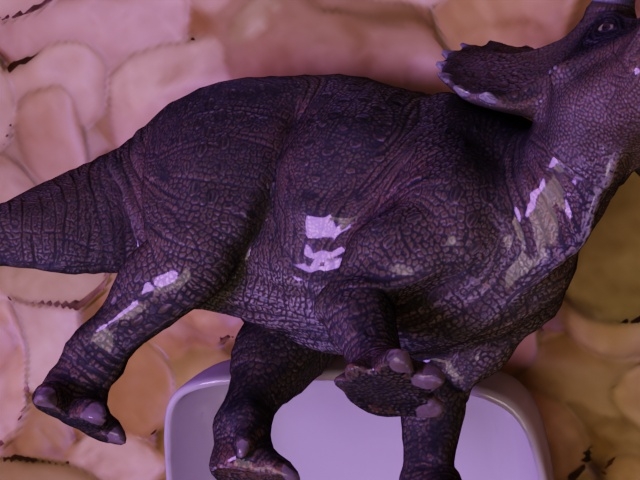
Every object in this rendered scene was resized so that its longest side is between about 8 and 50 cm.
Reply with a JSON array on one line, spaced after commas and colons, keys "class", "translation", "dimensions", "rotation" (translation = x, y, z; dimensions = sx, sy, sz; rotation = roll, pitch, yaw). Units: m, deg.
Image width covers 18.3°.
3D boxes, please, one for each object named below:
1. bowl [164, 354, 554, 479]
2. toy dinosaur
[{"class": "bowl", "translation": [0.021, 0.101, 0.718], "dimensions": [0.142, 0.053, 0.142], "rotation": [2, 113, 19]}, {"class": "toy dinosaur", "translation": [0.000, 0.000, 0.648], "dimensions": [0.314, 0.160, 0.121], "rotation": [-7, 140, 33]}]
